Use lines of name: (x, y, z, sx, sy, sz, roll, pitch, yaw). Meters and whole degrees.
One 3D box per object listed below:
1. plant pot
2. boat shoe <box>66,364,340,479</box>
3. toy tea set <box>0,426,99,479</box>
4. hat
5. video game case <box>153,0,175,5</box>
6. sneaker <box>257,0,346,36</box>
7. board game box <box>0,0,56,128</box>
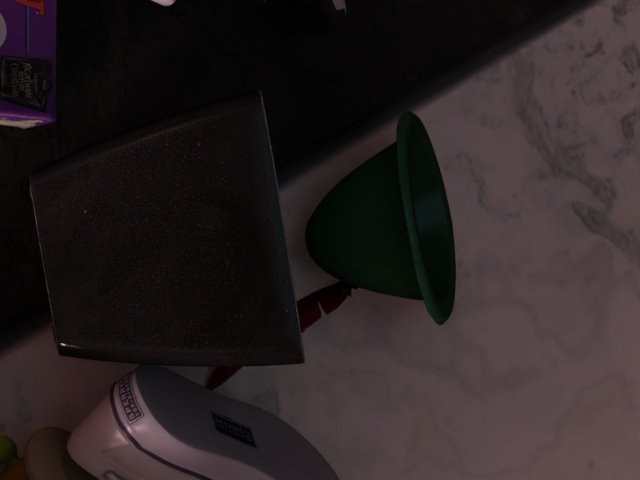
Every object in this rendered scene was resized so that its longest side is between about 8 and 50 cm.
plant pot: (-0.114, 0.005, 1.408, 0.167, 0.187, 0.188, -10, 91, -6)
boat shoe: (-0.076, 0.177, 1.460, 0.267, 0.088, 0.096, 30, 29, -48)
toy tea set: (-0.196, 0.252, 1.378, 0.336, 0.124, 0.200, 53, 24, 2)
hat: (0.000, 0.000, 1.587, 0.208, 0.184, 0.173, -52, 131, -73)
video game case: (-0.158, -0.264, 1.437, 0.157, 0.019, 0.143, 22, 73, -25)
sneaker: (-0.033, -0.274, 1.554, 0.097, 0.084, 0.234, -42, 109, -31)
board game box: (-0.281, -0.260, 1.392, 0.208, 0.056, 0.346, 4, 83, -46)
